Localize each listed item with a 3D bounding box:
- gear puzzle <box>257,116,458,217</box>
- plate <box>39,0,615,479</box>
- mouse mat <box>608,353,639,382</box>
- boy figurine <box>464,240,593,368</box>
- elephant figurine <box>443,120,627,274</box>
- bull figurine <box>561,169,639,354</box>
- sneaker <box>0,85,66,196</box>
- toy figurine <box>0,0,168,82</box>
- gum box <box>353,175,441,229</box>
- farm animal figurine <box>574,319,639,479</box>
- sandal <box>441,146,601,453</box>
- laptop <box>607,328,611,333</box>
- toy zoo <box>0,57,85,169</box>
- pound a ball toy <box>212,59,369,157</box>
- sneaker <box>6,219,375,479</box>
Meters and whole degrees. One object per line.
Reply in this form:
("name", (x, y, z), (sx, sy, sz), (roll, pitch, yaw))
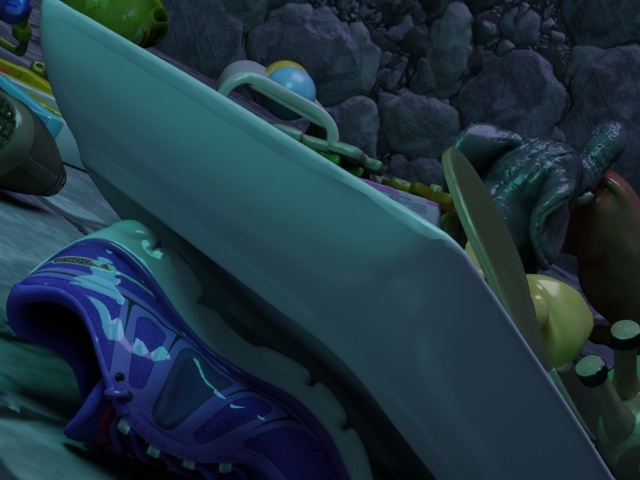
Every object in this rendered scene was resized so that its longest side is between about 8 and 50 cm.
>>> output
("gear puzzle", (-0.028, -0.060, 1.320), (0.338, 0.044, 0.175), (17, -6, 10))
("plate", (0.009, 0.046, 0.629), (0.277, 0.045, 0.278), (33, -16, 47))
("mouse mat", (0.294, 0.114, 1.278), (0.152, 0.007, 0.189), (-6, 7, 28))
("boy figurine", (0.105, 0.039, 1.247), (0.285, 0.092, 0.177), (24, 7, -41))
("elephant figurine", (0.184, -0.035, 1.491), (0.169, 0.239, 0.186), (29, 7, -6))
("bull figurine", (0.323, 0.057, 1.665), (0.188, 0.101, 0.310), (-8, -63, 49))
("sneaker", (-0.225, -0.080, 0.947), (0.188, 0.066, 0.071), (40, -5, 34))
("toy figurine", (-0.328, -0.210, 1.334), (0.362, 0.191, 0.217), (39, 36, -18))
("gum box", (0.000, 0.000, 1.017), (0.107, 0.062, 0.188), (-4, -6, 22))
("farm animal figurine", (0.341, 0.136, 0.905), (0.330, 0.326, 0.172), (43, -20, 52))
("sandal", (0.112, 0.056, 1.099), (0.240, 0.079, 0.088), (64, 20, 14))
("laptop", (0.510, 0.228, 1.414), (0.408, 0.236, 0.382), (63, -7, -10))
("toy zoo", (-0.253, -0.115, 1.170), (0.293, 0.030, 0.192), (22, 9, -48))
("pound a ball toy", (-0.022, -0.108, 1.654), (0.208, 0.136, 0.319), (28, 7, -7))
("sneaker", (-0.049, 0.067, 0.560), (0.170, 0.068, 0.071), (40, 47, 24))
